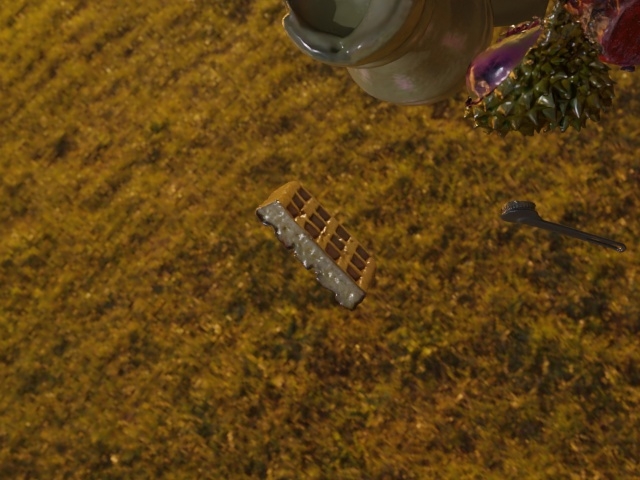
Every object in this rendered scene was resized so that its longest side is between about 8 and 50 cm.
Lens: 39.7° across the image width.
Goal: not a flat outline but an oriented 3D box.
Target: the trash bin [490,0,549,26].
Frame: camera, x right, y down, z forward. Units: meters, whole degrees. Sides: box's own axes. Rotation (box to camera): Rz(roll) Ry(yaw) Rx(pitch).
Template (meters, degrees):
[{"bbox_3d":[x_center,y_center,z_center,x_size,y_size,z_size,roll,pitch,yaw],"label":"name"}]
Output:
[{"bbox_3d":[0.329,-0.427,1.552,0.130,0.116,0.059,-5,63,-1],"label":"trash bin"}]

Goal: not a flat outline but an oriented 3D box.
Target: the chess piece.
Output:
[{"bbox_3d":[0.091,-0.308,1.175,0.234,0.234,0.442,-32,-6,18],"label":"chess piece"}]

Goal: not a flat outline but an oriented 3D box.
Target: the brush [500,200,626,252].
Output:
[{"bbox_3d":[0.412,-0.021,1.489,0.062,0.266,0.027,-27,53,56],"label":"brush"}]

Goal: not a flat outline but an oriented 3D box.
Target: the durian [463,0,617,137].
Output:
[{"bbox_3d":[0.185,-0.128,0.801,0.108,0.119,0.186,-42,7,-1],"label":"durian"}]

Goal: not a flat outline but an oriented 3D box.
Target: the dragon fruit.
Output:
[{"bbox_3d":[0.503,-0.367,1.376,0.147,0.282,0.211,-114,30,-51],"label":"dragon fruit"}]

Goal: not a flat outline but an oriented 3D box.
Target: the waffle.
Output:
[{"bbox_3d":[0.000,0.000,1.621,0.055,0.248,0.221,-43,5,16],"label":"waffle"}]
